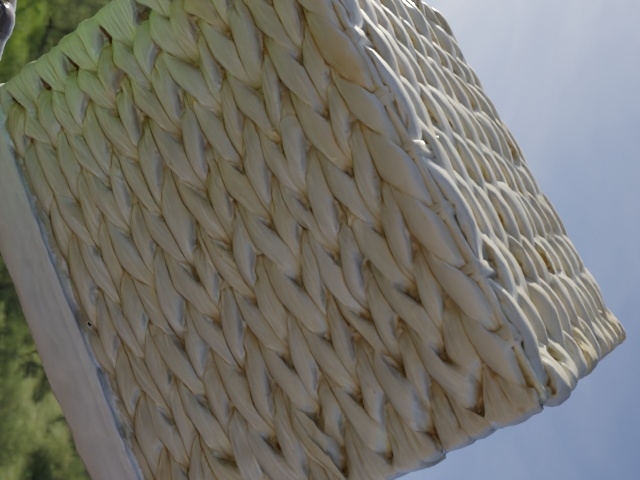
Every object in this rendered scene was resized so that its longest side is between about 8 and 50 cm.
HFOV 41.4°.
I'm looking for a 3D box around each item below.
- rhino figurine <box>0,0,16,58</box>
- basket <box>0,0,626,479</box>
[{"bbox_3d":[-0.352,-0.226,0.854,0.106,0.073,0.243,54,55,-73],"label":"rhino figurine"},{"bbox_3d":[0.000,0.000,0.583,0.331,0.266,0.328,63,22,12],"label":"basket"}]
